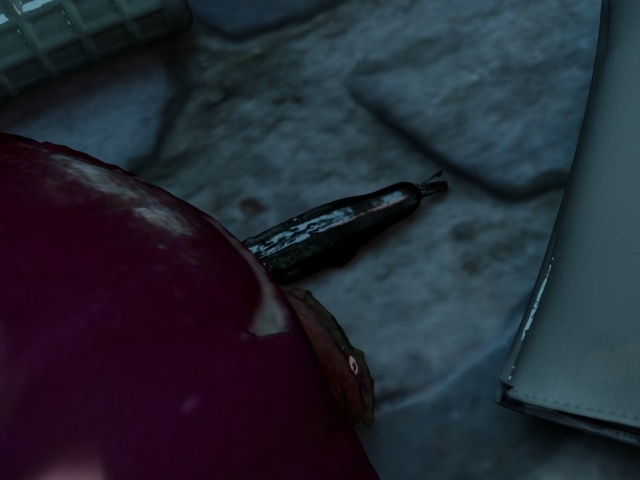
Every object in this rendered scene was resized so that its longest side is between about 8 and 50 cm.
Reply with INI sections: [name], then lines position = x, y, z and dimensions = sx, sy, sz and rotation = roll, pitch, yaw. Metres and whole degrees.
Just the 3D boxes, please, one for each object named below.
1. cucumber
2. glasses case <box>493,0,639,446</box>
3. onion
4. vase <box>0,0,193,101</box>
[cucumber]
position = 0.000, 0.000, 0.860
dimensions = 0.163, 0.043, 0.039
rotation = -22, 95, 5
[glasses case]
position = 0.189, -0.021, 0.791
dimensions = 0.128, 0.083, 0.308
rotation = 7, 63, 26
[onion]
position = -0.099, 0.132, 0.669
dimensions = 0.420, 0.398, 0.398
rotation = -12, 44, -46
[vase]
position = -0.237, -0.128, 0.943
dimensions = 0.299, 0.143, 0.143
rotation = -25, 58, -2
